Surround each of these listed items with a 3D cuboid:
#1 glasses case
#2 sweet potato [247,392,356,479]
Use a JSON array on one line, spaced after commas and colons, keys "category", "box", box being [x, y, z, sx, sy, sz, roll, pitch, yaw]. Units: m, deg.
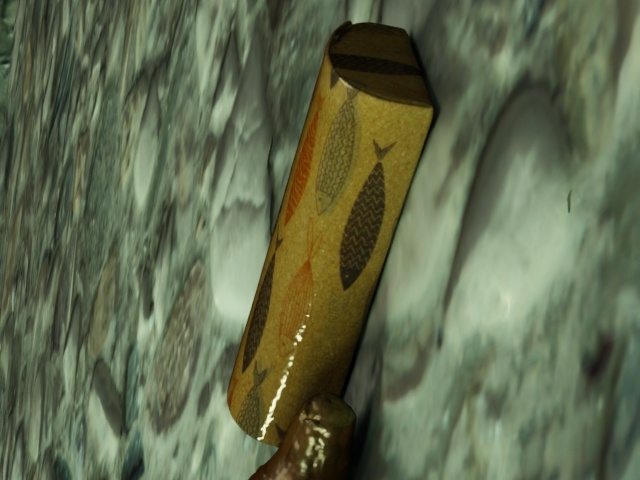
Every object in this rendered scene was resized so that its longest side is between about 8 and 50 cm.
[{"category": "glasses case", "box": [0.000, 0.000, 0.743, 0.064, 0.041, 0.170, -102, 24, -55]}, {"category": "sweet potato", "box": [-0.038, 0.168, 0.768, 0.057, 0.057, 0.264, -100, 24, -51]}]
